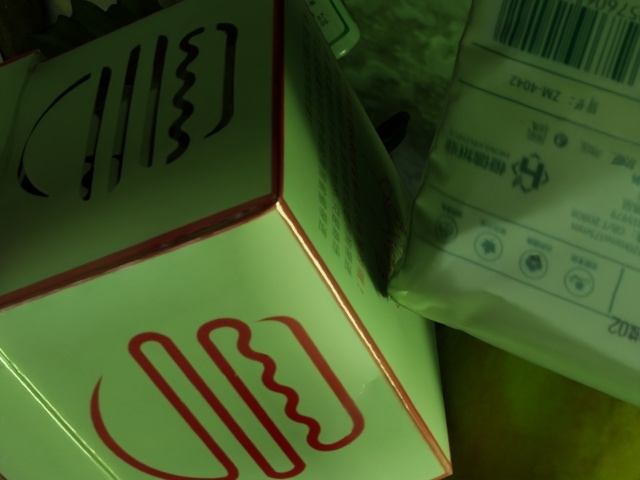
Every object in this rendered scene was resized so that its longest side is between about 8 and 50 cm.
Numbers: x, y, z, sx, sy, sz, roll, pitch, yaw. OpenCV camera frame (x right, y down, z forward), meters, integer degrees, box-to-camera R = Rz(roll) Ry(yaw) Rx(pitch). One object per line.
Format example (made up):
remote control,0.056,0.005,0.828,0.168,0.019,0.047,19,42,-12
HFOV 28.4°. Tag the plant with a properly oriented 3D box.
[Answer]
plant,-0.127,-0.110,1.117,0.333,0.251,0.180,23,160,25

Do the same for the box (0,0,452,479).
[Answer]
box,-0.098,0.024,0.966,0.300,0.314,0.312,-20,129,16

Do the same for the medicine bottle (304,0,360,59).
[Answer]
medicine bottle,-0.053,-0.249,1.069,0.221,0.061,0.092,56,161,-23

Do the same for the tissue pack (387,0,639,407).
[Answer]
tissue pack,0.264,-0.031,0.816,0.380,0.207,0.297,24,113,20

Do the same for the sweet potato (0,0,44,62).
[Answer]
sweet potato,-0.335,-0.260,1.321,0.081,0.062,0.233,34,153,36

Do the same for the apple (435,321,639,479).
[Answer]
apple,0.234,0.204,1.069,0.384,0.374,0.374,54,144,-11
